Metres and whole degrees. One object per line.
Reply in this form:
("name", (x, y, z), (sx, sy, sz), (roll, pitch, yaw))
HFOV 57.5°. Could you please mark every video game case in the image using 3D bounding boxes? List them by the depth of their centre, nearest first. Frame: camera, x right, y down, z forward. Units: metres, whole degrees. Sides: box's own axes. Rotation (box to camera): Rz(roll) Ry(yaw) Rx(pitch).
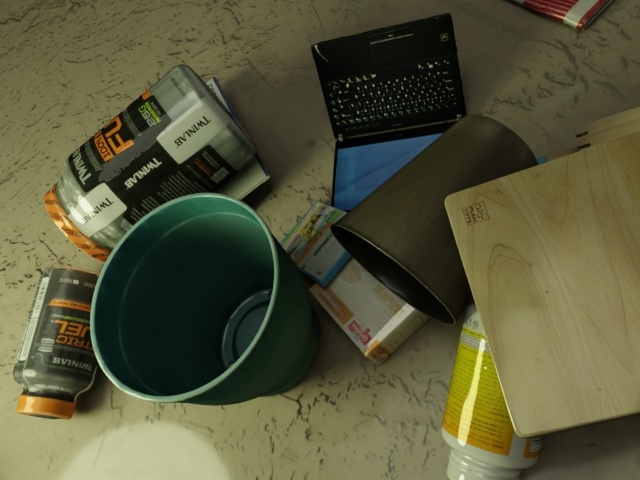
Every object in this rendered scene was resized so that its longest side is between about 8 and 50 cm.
("video game case", (0.000, 0.000, 0.917), (0.119, 0.015, 0.166), (-50, 32, -9))

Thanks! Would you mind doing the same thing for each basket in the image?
("basket", (0.162, -0.038, 0.754), (0.204, 0.154, 0.227), (38, 79, 27))

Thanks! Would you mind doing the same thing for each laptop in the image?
("laptop", (0.108, -0.192, 0.932), (0.234, 0.264, 0.136), (-5, 28, 21))

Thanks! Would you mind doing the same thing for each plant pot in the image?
("plant pot", (-0.130, 0.110, 0.827), (0.271, 0.255, 0.272), (-9, 64, 19))

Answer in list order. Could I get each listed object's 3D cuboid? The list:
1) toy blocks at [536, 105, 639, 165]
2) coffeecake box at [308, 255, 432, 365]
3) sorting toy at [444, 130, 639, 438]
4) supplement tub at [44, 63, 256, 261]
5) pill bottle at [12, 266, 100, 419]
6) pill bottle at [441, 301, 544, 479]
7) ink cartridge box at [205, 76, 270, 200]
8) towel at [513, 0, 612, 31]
("toy blocks", (0.369, -0.005, 0.729), (0.260, 0.190, 0.381), (-16, 61, 29))
("coffeecake box", (0.099, 0.065, 0.857), (0.185, 0.068, 0.142), (-43, 57, 0))
("sorting toy", (0.287, 0.042, 0.581), (0.255, 0.089, 0.257), (-18, 61, 15))
("supplement tub", (-0.279, -0.120, 0.961), (0.316, 0.193, 0.193), (-40, 57, 3))
("pill bottle", (-0.445, 0.179, 1.008), (0.130, 0.130, 0.246), (-4, 66, 22))
("pill bottle", (0.214, 0.189, 0.702), (0.117, 0.117, 0.215), (12, 91, 28))
("ink cartridge box", (-0.262, -0.120, 1.107), (0.307, 0.072, 0.304), (-32, 57, 4))
("towel", (0.396, -0.515, 1.018), (0.237, 0.037, 0.329), (-46, 58, -1))
